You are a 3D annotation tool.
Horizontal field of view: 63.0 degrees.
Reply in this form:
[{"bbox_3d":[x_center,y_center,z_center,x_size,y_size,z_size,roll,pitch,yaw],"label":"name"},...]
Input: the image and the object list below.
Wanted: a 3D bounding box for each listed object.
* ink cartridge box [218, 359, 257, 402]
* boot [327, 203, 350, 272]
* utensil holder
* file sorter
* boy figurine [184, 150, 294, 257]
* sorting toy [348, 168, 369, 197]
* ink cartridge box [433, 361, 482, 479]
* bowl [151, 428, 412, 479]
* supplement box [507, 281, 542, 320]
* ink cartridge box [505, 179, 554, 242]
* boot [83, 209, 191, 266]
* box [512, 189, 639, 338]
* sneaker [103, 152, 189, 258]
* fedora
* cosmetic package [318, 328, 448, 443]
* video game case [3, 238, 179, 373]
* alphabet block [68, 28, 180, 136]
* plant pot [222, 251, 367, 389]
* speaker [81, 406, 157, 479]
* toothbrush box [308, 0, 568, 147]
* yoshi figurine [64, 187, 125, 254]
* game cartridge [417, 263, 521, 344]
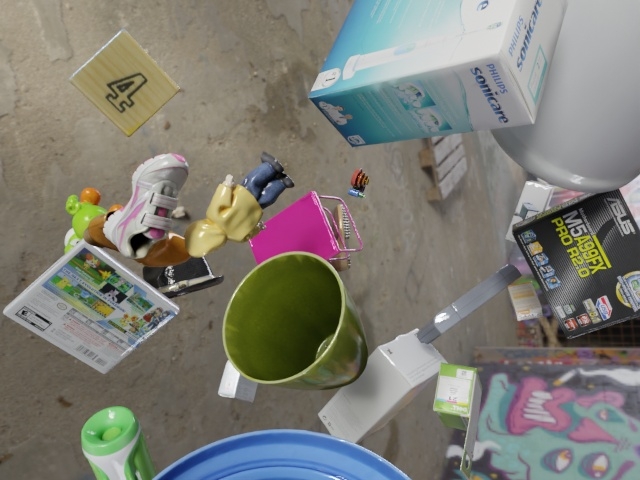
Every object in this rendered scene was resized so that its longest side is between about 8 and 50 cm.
[{"bbox_3d":[-0.210,0.339,1.497,0.189,0.066,0.232,67,31,-67],"label":"ink cartridge box"},{"bbox_3d":[0.000,0.000,1.869,0.090,0.207,0.248,23,64,-67],"label":"boot"},{"bbox_3d":[0.495,-0.308,0.829,0.385,0.328,0.327,110,-10,-63],"label":"utensil holder"},{"bbox_3d":[-0.043,0.009,1.638,0.182,0.291,0.202,0,64,-55],"label":"file sorter"},{"bbox_3d":[-0.187,-0.064,1.192,0.285,0.092,0.177,-46,137,-7],"label":"boy figurine"},{"bbox_3d":[0.099,-0.132,1.276,0.061,0.042,0.102,-64,166,-14],"label":"sorting toy"},{"bbox_3d":[0.356,0.477,1.379,0.188,0.097,0.255,57,44,-53],"label":"ink cartridge box"},{"bbox_3d":[-0.033,0.371,0.539,0.391,0.392,0.077,-43,145,-57],"label":"bowl"},{"bbox_3d":[0.518,0.154,1.327,0.098,0.062,0.036,-82,156,-54],"label":"supplement box"},{"bbox_3d":[0.659,-0.087,1.636,0.140,0.082,0.190,-14,121,-61],"label":"ink cartridge box"},{"bbox_3d":[-0.407,-0.002,1.267,0.295,0.211,0.104,14,74,-39],"label":"boot"},{"bbox_3d":[0.557,0.045,1.081,0.270,0.216,0.060,61,27,-5],"label":"box"},{"bbox_3d":[-0.336,-0.060,1.058,0.103,0.252,0.111,7,36,-52],"label":"sneaker"},{"bbox_3d":[-0.533,0.128,1.937,0.334,0.334,0.152,-8,81,-62],"label":"fedora"},{"bbox_3d":[0.187,0.461,1.610,0.217,0.385,0.156,-13,56,-46],"label":"cosmetic package"},{"bbox_3d":[-0.608,0.188,1.414,0.329,0.300,0.036,46,9,-31],"label":"video game case"},{"bbox_3d":[-0.519,-0.421,1.399,0.197,0.193,0.192,47,0,-27],"label":"alphabet block"},{"bbox_3d":[-0.014,0.210,1.134,0.293,0.275,0.274,46,46,-50],"label":"plant pot"},{"bbox_3d":[-0.441,0.520,1.182,0.131,0.131,0.296,-53,145,-52],"label":"speaker"},{"bbox_3d":[0.158,-0.265,0.730,0.126,0.296,0.216,40,62,-39],"label":"toothbrush box"},{"bbox_3d":[-0.677,-0.058,1.591,0.362,0.204,0.202,-116,-164,-62],"label":"yoshi figurine"},{"bbox_3d":[0.406,0.173,1.430,0.060,0.294,0.196,55,-18,12],"label":"game cartridge"}]
